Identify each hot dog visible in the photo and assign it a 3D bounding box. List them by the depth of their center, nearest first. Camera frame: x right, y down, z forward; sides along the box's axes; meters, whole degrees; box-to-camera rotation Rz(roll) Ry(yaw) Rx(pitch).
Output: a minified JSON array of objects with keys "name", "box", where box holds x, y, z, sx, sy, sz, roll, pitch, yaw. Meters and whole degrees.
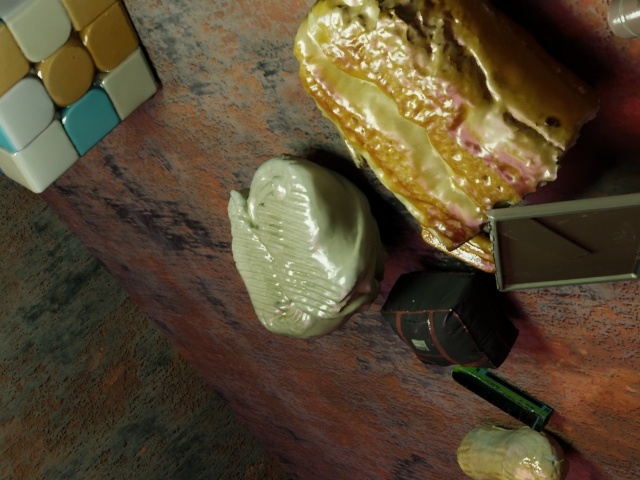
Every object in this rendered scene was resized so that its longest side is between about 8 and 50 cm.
[{"name":"hot dog","box":[0.137,-0.198,1.336,0.365,0.196,0.367,41,150,-2]},{"name":"hot dog","box":[0.238,0.003,1.684,0.165,0.045,0.071,27,150,30]}]

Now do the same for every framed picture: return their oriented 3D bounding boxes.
[{"name":"framed picture","box":[0.336,0.008,1.353,0.213,0.016,0.289,-6,158,11]}]

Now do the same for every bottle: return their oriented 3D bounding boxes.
[{"name":"bottle","box":[0.367,-0.250,1.064,0.053,0.053,0.140,50,155,-17]}]

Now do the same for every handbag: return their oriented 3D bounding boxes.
[{"name":"handbag","box":[0.229,0.145,1.800,0.169,0.155,0.215,45,154,-25]}]

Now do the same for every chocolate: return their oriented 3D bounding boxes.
[{"name":"chocolate","box":[0.395,0.447,2.096,0.134,0.134,0.309,48,159,-14]}]

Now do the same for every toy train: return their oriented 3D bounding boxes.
[{"name":"toy train","box":[0.357,0.301,2.004,0.209,0.042,0.044,30,130,26]}]

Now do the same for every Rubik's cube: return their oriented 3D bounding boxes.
[{"name":"Rubik's cube","box":[-0.584,-0.360,1.941,0.346,0.347,0.344,24,149,34]}]

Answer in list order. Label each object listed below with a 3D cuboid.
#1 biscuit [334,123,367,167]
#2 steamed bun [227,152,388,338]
[{"name":"biscuit","box":[0.033,-0.191,1.608,0.153,0.030,0.234,65,-175,31]},{"name":"steamed bun","box":[-0.006,0.003,1.859,0.310,0.219,0.324,-31,81,50]}]
